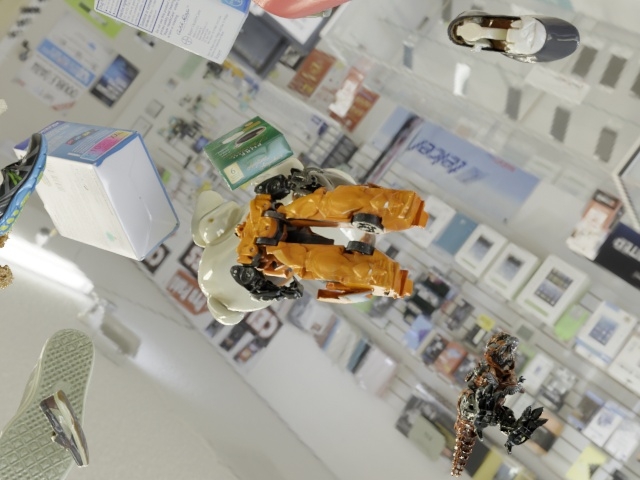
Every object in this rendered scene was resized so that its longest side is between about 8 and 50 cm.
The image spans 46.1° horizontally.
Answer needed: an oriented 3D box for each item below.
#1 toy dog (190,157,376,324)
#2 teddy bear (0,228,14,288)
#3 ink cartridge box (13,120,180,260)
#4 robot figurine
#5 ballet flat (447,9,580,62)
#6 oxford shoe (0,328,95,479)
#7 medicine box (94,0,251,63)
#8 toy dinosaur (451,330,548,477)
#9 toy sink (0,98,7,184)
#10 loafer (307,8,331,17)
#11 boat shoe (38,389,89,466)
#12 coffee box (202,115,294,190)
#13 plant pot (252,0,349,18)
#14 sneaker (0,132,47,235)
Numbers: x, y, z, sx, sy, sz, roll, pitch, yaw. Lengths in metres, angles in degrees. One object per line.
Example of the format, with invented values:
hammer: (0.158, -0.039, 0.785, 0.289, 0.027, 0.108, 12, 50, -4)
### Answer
toy dog: (-0.079, -0.022, 1.655, 0.284, 0.408, 0.395, 54, -149, -18)
teddy bear: (-0.699, 0.015, 1.486, 0.245, 0.337, 0.113, 4, 168, 11)
ink cartridge box: (-0.554, -0.132, 1.799, 0.396, 0.151, 0.270, 12, 133, 37)
robot figurine: (0.000, 0.000, 1.077, 0.291, 0.211, 0.085, 4, 161, 35)
ballet flat: (0.273, -0.300, 1.104, 0.203, 0.074, 0.074, 21, 171, 36)
oxford shoe: (-0.607, 0.405, 1.659, 0.169, 0.130, 0.449, 22, -135, -17)
medicine box: (-0.294, -0.559, 1.592, 0.289, 0.149, 0.263, 21, -130, -17)
toy dinosaur: (0.375, 0.366, 1.662, 0.164, 0.321, 0.218, 3, -177, -12)
toy sink: (-0.567, -0.109, 1.092, 0.234, 0.153, 0.131, -26, -86, -59)
loafer: (-0.065, -0.546, 1.554, 0.251, 0.087, 0.094, 57, 161, 34)
boat shoe: (-0.445, 0.332, 1.309, 0.056, 0.049, 0.152, -140, 34, -68)
coffee box: (-0.117, -0.140, 1.178, 0.040, 0.113, 0.184, 61, 173, -23)
plant pot: (0.009, -0.426, 0.966, 0.275, 0.274, 0.243, 37, 143, -30)
sneaker: (-0.505, -0.100, 1.226, 0.078, 0.188, 0.067, 29, 163, -11)
